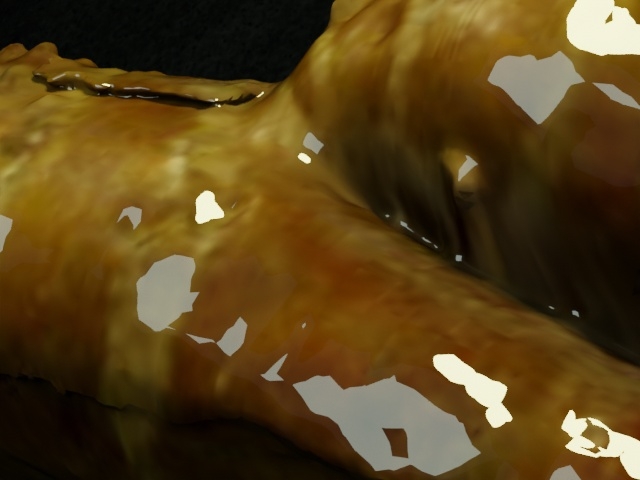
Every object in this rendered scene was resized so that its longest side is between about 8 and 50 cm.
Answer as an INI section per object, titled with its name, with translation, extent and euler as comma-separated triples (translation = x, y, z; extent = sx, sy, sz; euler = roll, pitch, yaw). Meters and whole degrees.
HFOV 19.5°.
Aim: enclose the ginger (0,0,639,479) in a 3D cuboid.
[ginger]
translation = 0.000, 0.000, 0.605
extent = 0.418, 0.176, 0.254
euler = 8, 62, 34
